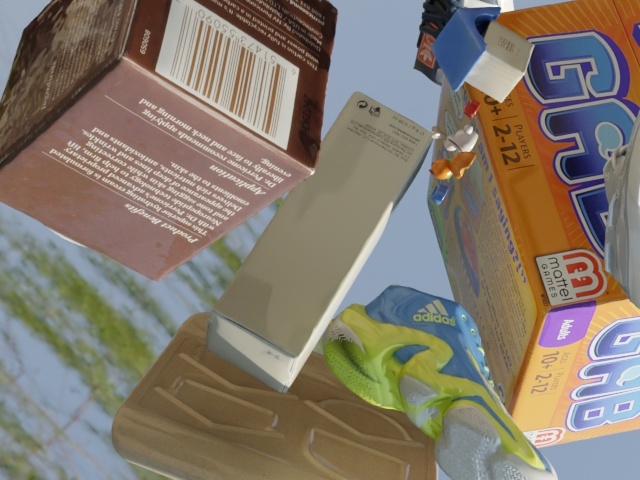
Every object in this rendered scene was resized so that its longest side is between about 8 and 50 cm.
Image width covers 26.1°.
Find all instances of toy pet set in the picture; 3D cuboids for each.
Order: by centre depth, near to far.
[{"bbox_3d":[0.100,-0.112,1.028,0.114,0.065,0.122,-54,-171,45],"label":"toy pet set"}]

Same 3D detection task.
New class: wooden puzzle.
[{"bbox_3d":[-0.036,0.210,1.447,0.348,0.322,0.081,-65,176,-73],"label":"wooden puzzle"}]

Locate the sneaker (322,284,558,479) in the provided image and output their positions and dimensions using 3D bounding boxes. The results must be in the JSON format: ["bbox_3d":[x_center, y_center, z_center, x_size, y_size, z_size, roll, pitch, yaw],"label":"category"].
[{"bbox_3d":[0.123,0.120,1.178,0.126,0.240,0.091,-44,171,-38],"label":"sneaker"}]

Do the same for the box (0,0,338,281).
[{"bbox_3d":[-0.119,-0.107,1.016,0.203,0.168,0.167,-31,-140,41],"label":"box"}]

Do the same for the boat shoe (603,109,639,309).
[{"bbox_3d":[0.216,-0.031,0.918,0.066,0.184,0.063,-34,-131,-15],"label":"boat shoe"}]

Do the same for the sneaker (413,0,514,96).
[{"bbox_3d":[0.183,-0.306,1.920,0.148,0.350,0.131,-38,-133,-6],"label":"sneaker"}]

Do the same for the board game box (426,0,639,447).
[{"bbox_3d":[0.340,-0.023,1.521,0.356,0.356,0.357,-10,-120,-6],"label":"board game box"}]

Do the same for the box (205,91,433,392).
[{"bbox_3d":[0.000,0.000,1.322,0.094,0.113,0.275,30,-116,5],"label":"box"}]
